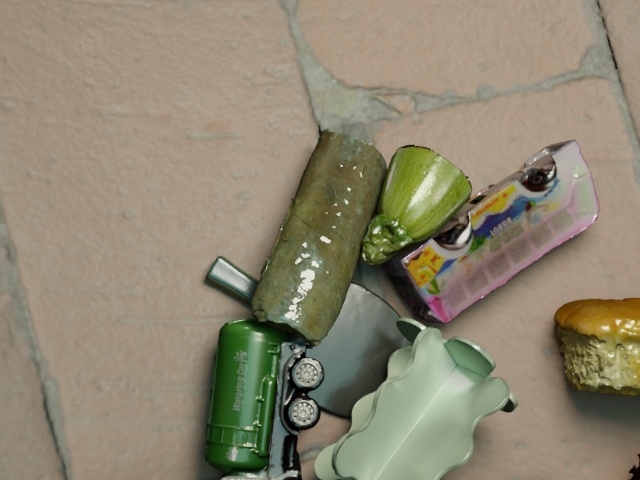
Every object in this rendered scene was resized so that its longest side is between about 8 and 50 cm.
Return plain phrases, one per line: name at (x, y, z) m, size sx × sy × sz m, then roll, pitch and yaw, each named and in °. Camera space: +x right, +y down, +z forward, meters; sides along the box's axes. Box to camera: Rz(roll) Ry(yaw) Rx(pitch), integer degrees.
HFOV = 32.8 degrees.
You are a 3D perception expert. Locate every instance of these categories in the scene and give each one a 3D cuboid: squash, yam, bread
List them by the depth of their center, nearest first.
squash at (0.098, -0.028, 1.234) m, size 0.105 × 0.105 × 0.132 m, roll 35°, pitch 62°, yaw -3°
yam at (0.000, 0.000, 1.250) m, size 0.106 × 0.106 × 0.259 m, roll 24°, pitch 67°, yaw -5°
bread at (0.399, 0.127, 1.280) m, size 0.246 × 0.174 × 0.121 m, roll 7°, pitch 83°, yaw -1°

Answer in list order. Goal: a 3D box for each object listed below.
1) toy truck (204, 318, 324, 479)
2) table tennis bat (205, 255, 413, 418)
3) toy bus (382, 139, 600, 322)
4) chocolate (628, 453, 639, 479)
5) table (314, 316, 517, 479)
toy truck at (-0.065, 0.210, 1.211) m, size 0.125 × 0.101 × 0.242 m, roll 5°, pitch 81°, yaw -4°
table tennis bat at (-0.014, 0.103, 1.289) m, size 0.274 × 0.021 × 0.154 m, roll 32°, pitch 77°, yaw -5°
toy bus at (0.210, -0.013, 1.313) m, size 0.274 × 0.090 × 0.112 m, roll -33°, pitch 97°, yaw -13°
chocolate at (0.380, 0.338, 1.276) m, size 0.133 × 0.156 × 0.156 m, roll -36°, pitch 87°, yaw 14°
table at (0.099, 0.210, 1.201) m, size 0.166 × 0.166 × 0.198 m, roll 39°, pitch 69°, yaw -1°
